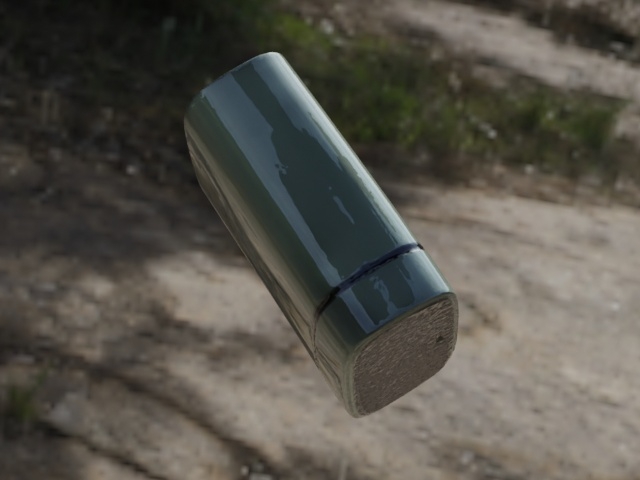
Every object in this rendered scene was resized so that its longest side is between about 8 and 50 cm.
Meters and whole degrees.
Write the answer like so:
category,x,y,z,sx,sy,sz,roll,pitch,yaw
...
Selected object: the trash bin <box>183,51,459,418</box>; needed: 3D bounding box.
category,x,y,z,sx,sy,sz,roll,pitch,yaw
trash bin,0.000,0.000,0.778,0.059,0.116,0.130,-31,71,-10
